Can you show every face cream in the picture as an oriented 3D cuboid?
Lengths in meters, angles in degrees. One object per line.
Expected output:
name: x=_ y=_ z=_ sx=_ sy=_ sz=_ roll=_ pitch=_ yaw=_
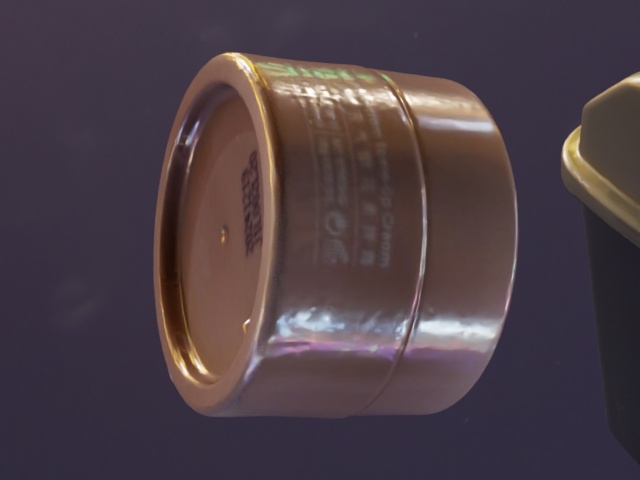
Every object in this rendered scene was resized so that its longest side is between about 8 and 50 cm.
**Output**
face cream: x=0.000 y=0.000 z=0.515 sx=0.104 sy=0.149 sz=0.149 roll=3 pitch=-109 yaw=-25

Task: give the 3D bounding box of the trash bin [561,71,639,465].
trash bin: x=0.255 y=0.006 z=0.683 sx=0.209 sy=0.290 sz=0.182 roll=-25 pitch=-141 yaw=-17
